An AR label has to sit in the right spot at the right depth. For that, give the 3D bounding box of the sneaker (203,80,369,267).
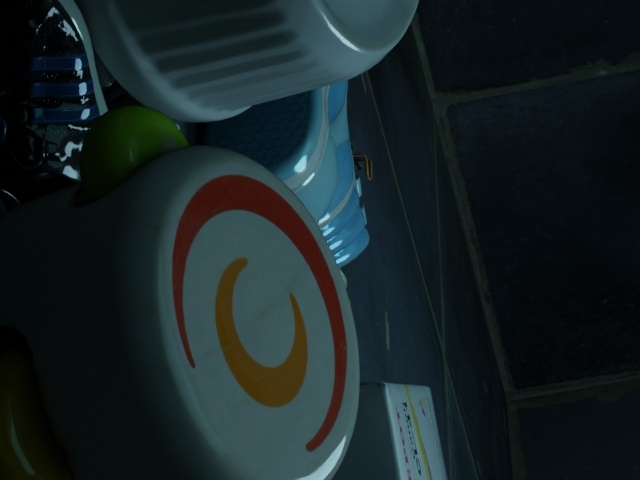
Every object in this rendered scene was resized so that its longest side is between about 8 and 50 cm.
[{"bbox_3d":[-0.017,-0.101,1.622,0.208,0.127,0.319,70,25,-43],"label":"sneaker"}]

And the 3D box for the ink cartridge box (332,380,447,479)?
[{"bbox_3d":[0.037,0.239,1.559,0.306,0.131,0.226,30,50,-79],"label":"ink cartridge box"}]

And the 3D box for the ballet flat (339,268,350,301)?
[{"bbox_3d":[0.002,0.059,1.789,0.168,0.057,0.052,57,34,-66],"label":"ballet flat"}]

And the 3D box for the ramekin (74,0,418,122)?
[{"bbox_3d":[-0.034,-0.205,1.031,0.273,0.127,0.272,-3,90,-65],"label":"ramekin"}]

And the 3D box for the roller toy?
[{"bbox_3d":[-0.086,0.060,0.912,0.191,0.146,0.209,42,43,-41],"label":"roller toy"}]

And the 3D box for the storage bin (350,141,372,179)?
[{"bbox_3d":[0.002,-0.049,1.817,0.135,0.098,0.091,28,62,-78],"label":"storage bin"}]

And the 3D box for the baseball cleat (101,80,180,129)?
[{"bbox_3d":[-0.136,-0.101,1.163,0.109,0.072,0.206,62,9,-13],"label":"baseball cleat"}]

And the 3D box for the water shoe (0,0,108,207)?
[{"bbox_3d":[-0.154,-0.070,0.956,0.203,0.073,0.080,65,25,-47],"label":"water shoe"}]

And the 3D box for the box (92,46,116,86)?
[{"bbox_3d":[-0.141,-0.172,1.037,0.137,0.072,0.126,-57,137,-51],"label":"box"}]
